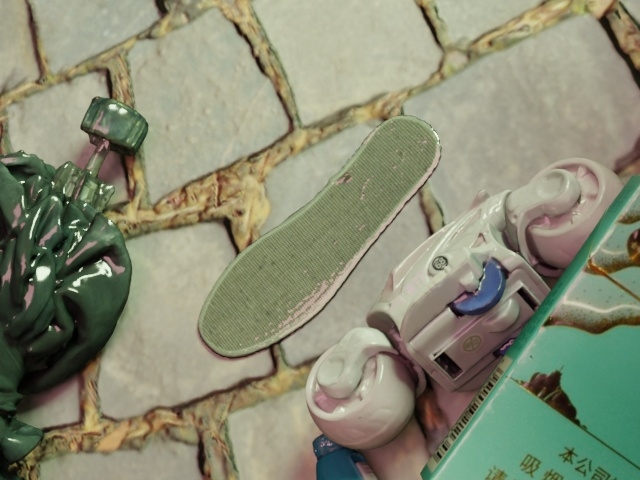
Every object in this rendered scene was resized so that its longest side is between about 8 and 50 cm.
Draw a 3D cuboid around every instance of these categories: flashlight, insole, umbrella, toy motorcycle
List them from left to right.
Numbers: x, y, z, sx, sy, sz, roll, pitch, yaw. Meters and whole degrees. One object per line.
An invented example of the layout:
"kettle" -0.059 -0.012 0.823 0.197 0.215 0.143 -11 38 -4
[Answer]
"umbrella" -0.226 0.047 0.915 0.348 0.143 0.094 -62 20 -11
"insole" 0.000 0.000 0.894 0.232 0.003 0.080 -45 65 5
"flashlight" 0.023 0.189 0.813 0.051 0.051 0.129 -29 64 12
"toy motorcycle" 0.091 0.035 0.809 0.254 0.112 0.112 -40 66 7

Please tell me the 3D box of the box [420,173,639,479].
"box" 0.191 0.097 0.738 0.162 0.041 0.229 36 91 -3
